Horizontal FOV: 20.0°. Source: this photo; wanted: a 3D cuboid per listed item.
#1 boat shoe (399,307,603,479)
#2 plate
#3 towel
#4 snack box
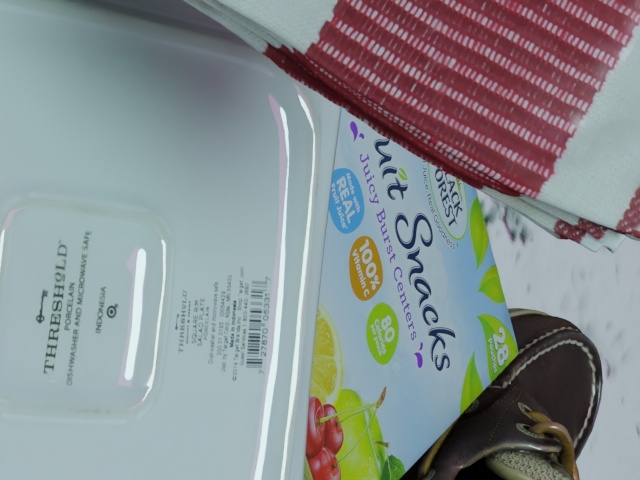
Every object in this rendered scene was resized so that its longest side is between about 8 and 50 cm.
[{"bbox_3d":[0.075,0.136,0.862,0.342,0.123,0.123,-35,117,-51],"label":"boat shoe"},{"bbox_3d":[-0.093,0.022,0.621,0.278,0.045,0.277,8,86,-42],"label":"plate"},{"bbox_3d":[0.011,-0.174,0.554,0.329,0.037,0.237,32,82,-6],"label":"towel"},{"bbox_3d":[0.000,0.000,0.805,0.174,0.070,0.207,-38,120,-48],"label":"snack box"}]
